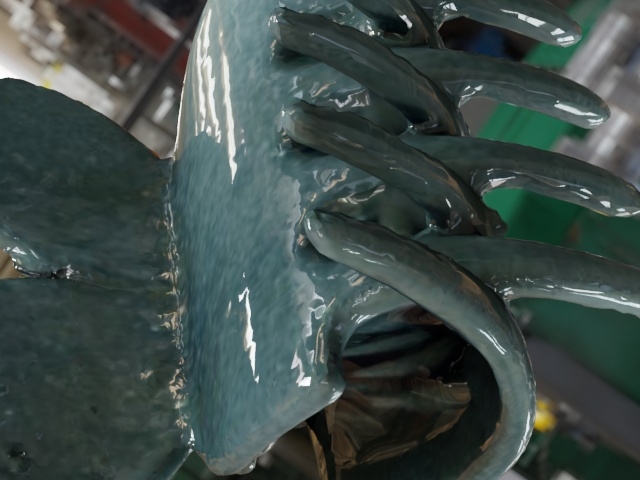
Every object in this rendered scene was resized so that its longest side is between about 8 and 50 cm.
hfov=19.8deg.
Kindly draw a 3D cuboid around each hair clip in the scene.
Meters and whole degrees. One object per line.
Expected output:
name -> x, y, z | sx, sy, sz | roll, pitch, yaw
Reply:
hair clip -> 0.000, 0.000, 0.839 | 0.392, 0.238, 0.318 | 20, -141, -24
